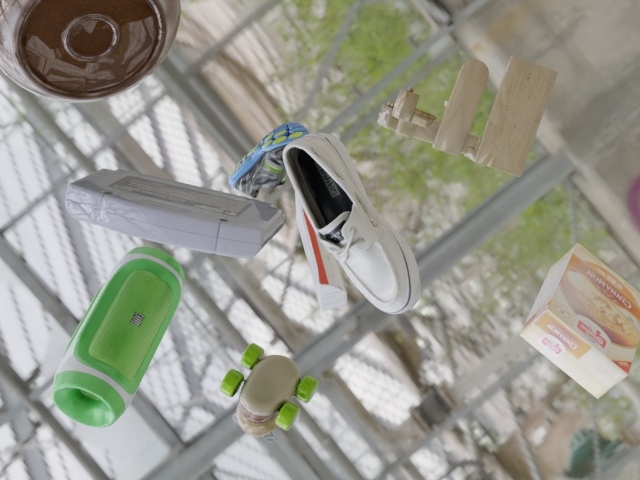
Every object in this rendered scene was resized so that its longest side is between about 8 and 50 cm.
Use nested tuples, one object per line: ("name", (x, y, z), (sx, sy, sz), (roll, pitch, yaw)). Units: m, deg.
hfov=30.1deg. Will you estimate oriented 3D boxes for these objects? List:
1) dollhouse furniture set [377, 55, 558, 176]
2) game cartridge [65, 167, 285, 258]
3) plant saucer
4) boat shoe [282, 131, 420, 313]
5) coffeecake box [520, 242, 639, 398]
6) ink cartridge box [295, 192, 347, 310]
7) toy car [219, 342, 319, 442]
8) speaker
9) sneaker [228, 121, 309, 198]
("dollhouse furniture set", (0.165, -0.164, 1.375), (0.144, 0.123, 0.151), (17, -171, -12))
("game cartridge", (-0.214, -0.042, 1.761), (0.297, 0.062, 0.198), (13, -161, 7))
("plant saucer", (-0.366, -0.332, 1.878), (0.310, 0.310, 0.050), (44, -165, -49))
("boat shoe", (0.036, -0.019, 1.548), (0.088, 0.096, 0.268), (-21, -95, -58))
("coffeecake box", (0.378, 0.111, 1.684), (0.142, 0.068, 0.185), (39, -141, -1))
("ink cartridge box", (0.000, 0.000, 2.059), (0.232, 0.066, 0.189), (98, 159, -68))
("toy car", (-0.111, 0.324, 2.327), (0.155, 0.149, 0.188), (29, 138, 11))
("speaker", (-0.320, 0.150, 1.910), (0.131, 0.131, 0.297), (48, -137, -27))
("sneaker", (-0.078, -0.136, 2.034), (0.078, 0.188, 0.067), (40, -142, -16))
